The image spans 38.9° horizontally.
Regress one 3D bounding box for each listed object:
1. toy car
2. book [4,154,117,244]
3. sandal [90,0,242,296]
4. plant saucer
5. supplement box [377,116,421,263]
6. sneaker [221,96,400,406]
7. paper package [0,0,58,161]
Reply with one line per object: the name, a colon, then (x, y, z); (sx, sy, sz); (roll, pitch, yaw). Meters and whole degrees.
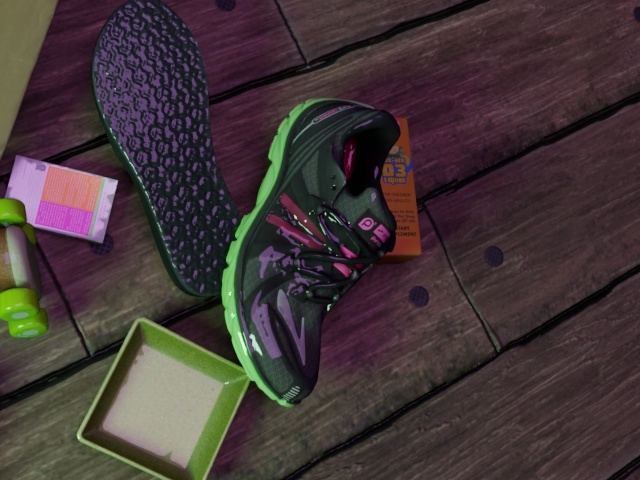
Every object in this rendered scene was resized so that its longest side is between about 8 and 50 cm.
toy car: (-0.465, 0.051, 1.177); (0.189, 0.149, 0.155); (-11, 69, -12)
book: (-0.372, -0.056, 1.290); (0.144, 0.035, 0.096); (15, 76, -18)
sandal: (-0.232, -0.129, 1.337); (0.168, 0.107, 0.445); (-18, 97, -26)
plant saucer: (-0.219, 0.232, 1.275); (0.188, 0.045, 0.188); (29, 69, -14)
supplement box: (0.103, -0.082, 1.461); (0.078, 0.080, 0.233); (-1, 76, -24)
sneaker: (0.000, 0.000, 1.313); (0.185, 0.202, 0.482); (33, 64, -51)
paper package: (-0.504, -0.260, 1.063); (0.168, 0.309, 0.325); (36, 19, 29)
